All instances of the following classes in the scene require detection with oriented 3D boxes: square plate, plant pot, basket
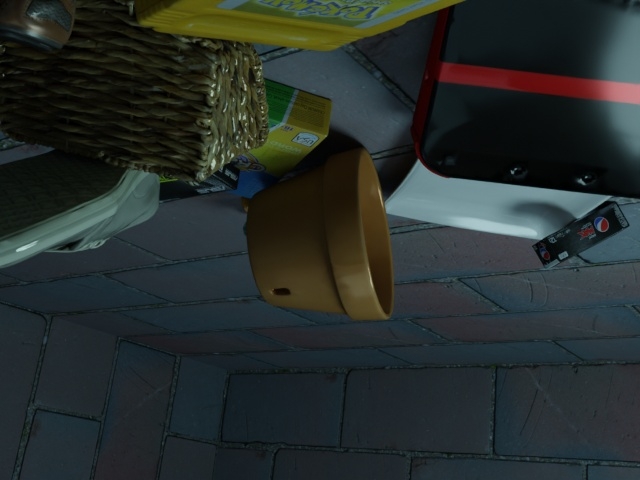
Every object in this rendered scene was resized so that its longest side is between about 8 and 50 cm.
[{"bbox_3d":[0.309,-0.096,1.370,0.347,0.049,0.344,9,161,-8],"label":"square plate"},{"bbox_3d":[0.000,0.000,1.338,0.203,0.291,0.291,-8,158,12],"label":"plant pot"},{"bbox_3d":[-0.225,-0.223,1.003,0.299,0.214,0.223,14,-156,14],"label":"basket"}]

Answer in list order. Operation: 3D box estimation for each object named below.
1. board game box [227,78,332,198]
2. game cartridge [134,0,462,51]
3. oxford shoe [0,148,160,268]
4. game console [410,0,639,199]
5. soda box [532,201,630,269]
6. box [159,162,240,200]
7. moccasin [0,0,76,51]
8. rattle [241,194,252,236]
[{"bbox_3d":[-0.155,-0.171,1.284,0.242,0.064,0.316,14,159,-20],"label":"board game box"},{"bbox_3d":[0.014,-0.253,0.770,0.285,0.053,0.323,-6,178,-42],"label":"game cartridge"},{"bbox_3d":[-0.311,-0.040,0.978,0.169,0.130,0.449,13,-158,7],"label":"oxford shoe"},{"bbox_3d":[0.321,-0.194,0.960,0.386,0.060,0.342,6,138,-2],"label":"game console"},{"bbox_3d":[0.475,-0.008,1.434,0.168,0.053,0.060,-24,168,-17],"label":"soda box"},{"bbox_3d":[-0.261,-0.124,1.286,0.190,0.045,0.184,-5,155,32],"label":"box"},{"bbox_3d":[-0.424,-0.312,0.866,0.380,0.147,0.139,17,-176,31],"label":"moccasin"},{"bbox_3d":[-0.144,-0.049,1.568,0.142,0.130,0.199,5,-169,-34],"label":"rattle"}]
